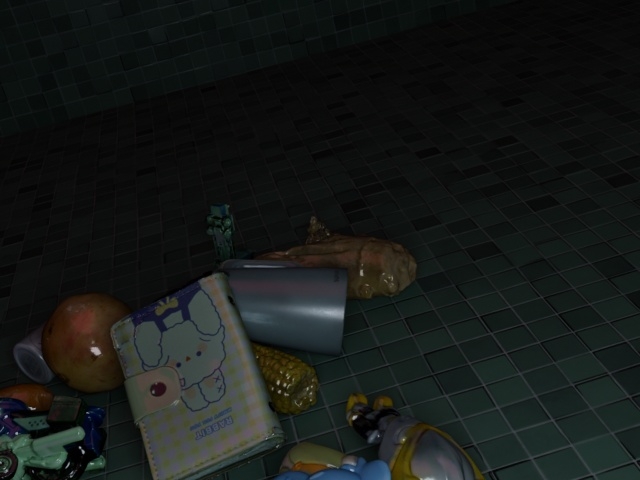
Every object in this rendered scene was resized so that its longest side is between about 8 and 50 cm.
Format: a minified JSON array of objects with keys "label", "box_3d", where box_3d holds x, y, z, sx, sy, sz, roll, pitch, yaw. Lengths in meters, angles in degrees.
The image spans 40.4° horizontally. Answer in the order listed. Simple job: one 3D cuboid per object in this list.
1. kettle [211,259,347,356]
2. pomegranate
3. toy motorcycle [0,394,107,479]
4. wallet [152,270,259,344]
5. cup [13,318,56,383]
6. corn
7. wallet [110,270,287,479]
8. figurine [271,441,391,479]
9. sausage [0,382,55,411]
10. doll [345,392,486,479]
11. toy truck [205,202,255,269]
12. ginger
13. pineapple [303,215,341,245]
[{"label":"kettle","box_3d":[-0.075,0.100,1.568,0.243,0.160,0.210,6,36,1]},{"label":"pomegranate","box_3d":[-0.416,0.186,1.605,0.191,0.191,0.191,-11,27,6]},{"label":"toy motorcycle","box_3d":[-0.512,0.316,1.415,0.331,0.125,0.196,-2,51,9]},{"label":"wallet","box_3d":[-0.217,0.147,1.747,0.172,0.045,0.318,-24,28,-24]},{"label":"cup","box_3d":[-0.506,0.208,1.702,0.136,0.099,0.133,5,32,34]},{"label":"corn","box_3d":[-0.167,0.223,1.504,0.363,0.120,0.120,8,34,29]},{"label":"wallet","box_3d":[-0.200,0.221,1.392,0.223,0.077,0.309,-25,59,1]},{"label":"figurine","box_3d":[0.004,0.364,1.151,0.180,0.154,0.262,-35,16,-21]},{"label":"sausage","box_3d":[-0.588,0.315,1.545,0.238,0.098,0.098,-15,27,0]},{"label":"doll","box_3d":[0.136,0.305,1.231,0.103,0.145,0.316,-52,27,-2]},{"label":"toy truck","box_3d":[-0.194,-0.002,1.883,0.067,0.175,0.081,9,29,38]},{"label":"ginger","box_3d":[0.013,0.059,1.719,0.354,0.126,0.190,-7,39,8]},{"label":"pineapple","box_3d":[0.000,0.000,1.881,0.114,0.114,0.077,-10,8,-3]}]
